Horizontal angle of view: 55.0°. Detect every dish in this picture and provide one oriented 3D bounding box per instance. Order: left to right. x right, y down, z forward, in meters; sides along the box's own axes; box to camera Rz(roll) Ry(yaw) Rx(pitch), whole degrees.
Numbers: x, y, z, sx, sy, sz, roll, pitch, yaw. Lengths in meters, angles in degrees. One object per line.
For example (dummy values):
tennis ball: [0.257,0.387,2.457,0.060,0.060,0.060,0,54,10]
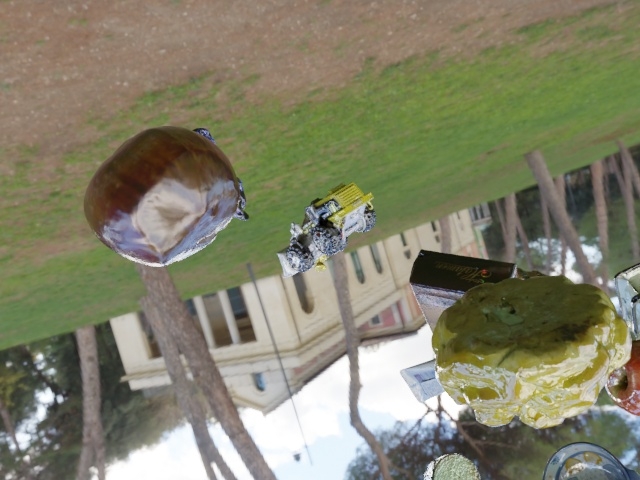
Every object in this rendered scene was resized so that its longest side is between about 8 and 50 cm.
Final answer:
dish: [0.613,0.577,1.383,0.086,0.227,0.236,25,162,-35]

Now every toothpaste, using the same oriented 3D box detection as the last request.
toothpaste: [0.361,0.332,1.607,0.299,0.114,0.073,-28,-167,23]

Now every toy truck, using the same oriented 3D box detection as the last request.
toy truck: [0.001,-0.019,1.216,0.136,0.111,0.286,-32,176,-35]

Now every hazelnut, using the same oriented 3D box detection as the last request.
hazelnut: [-0.243,-0.082,0.944,0.234,0.217,0.218,-34,-167,-39]

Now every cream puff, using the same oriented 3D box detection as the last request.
cream puff: [0.371,0.222,1.095,0.325,0.257,0.291,-11,-154,14]

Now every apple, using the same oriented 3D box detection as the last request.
apple: [0.608,0.257,1.152,0.131,0.146,0.146,1,177,-17]

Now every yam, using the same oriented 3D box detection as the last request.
yam: [0.417,0.772,1.966,0.168,0.167,0.304,-17,158,-4]

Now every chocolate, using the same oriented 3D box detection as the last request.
chocolate: [-0.332,-0.211,2.043,0.126,0.343,0.148,-38,175,-5]

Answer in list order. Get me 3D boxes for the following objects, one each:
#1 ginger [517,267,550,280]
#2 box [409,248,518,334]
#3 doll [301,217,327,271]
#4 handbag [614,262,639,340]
ginger: [0.678,0.180,1.785,0.133,0.309,0.107,-38,160,-33]
box: [0.422,0.182,1.730,0.265,0.115,0.415,9,153,27]
doll: [0.002,0.007,1.659,0.096,0.188,0.145,-12,152,6]
handbag: [0.843,0.102,1.321,0.359,0.160,0.236,-29,142,11]
